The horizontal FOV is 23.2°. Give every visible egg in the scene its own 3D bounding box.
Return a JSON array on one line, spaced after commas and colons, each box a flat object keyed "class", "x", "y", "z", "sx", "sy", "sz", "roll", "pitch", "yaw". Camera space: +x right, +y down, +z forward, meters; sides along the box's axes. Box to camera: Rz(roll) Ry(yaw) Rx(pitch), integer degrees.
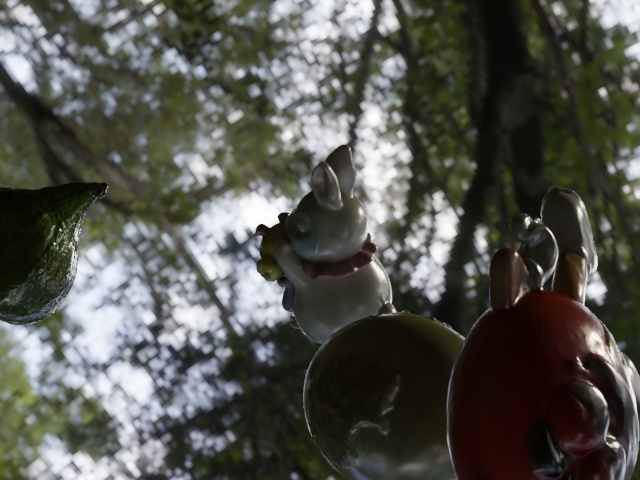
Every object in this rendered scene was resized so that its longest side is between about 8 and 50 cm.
[{"class": "egg", "x": 0.066, "y": 0.140, "z": 1.342, "sx": 0.164, "sy": 0.164, "sz": 0.201, "roll": -41, "pitch": -153, "yaw": -18}]

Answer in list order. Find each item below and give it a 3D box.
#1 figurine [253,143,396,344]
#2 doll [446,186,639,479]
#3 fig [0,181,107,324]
[{"class": "figurine", "x": 0.000, "y": 0.000, "z": 1.880, "sx": 0.127, "sy": 0.236, "sz": 0.155, "roll": -32, "pitch": -152, "yaw": -35}, {"class": "doll", "x": 0.122, "y": 0.075, "z": 0.808, "sx": 0.085, "sy": 0.183, "sz": 0.217, "roll": -12, "pitch": -166, "yaw": 31}, {"class": "fig", "x": -0.392, "y": -0.013, "z": 2.058, "sx": 0.235, "sy": 0.203, "sz": 0.203, "roll": -51, "pitch": -151, "yaw": -4}]
